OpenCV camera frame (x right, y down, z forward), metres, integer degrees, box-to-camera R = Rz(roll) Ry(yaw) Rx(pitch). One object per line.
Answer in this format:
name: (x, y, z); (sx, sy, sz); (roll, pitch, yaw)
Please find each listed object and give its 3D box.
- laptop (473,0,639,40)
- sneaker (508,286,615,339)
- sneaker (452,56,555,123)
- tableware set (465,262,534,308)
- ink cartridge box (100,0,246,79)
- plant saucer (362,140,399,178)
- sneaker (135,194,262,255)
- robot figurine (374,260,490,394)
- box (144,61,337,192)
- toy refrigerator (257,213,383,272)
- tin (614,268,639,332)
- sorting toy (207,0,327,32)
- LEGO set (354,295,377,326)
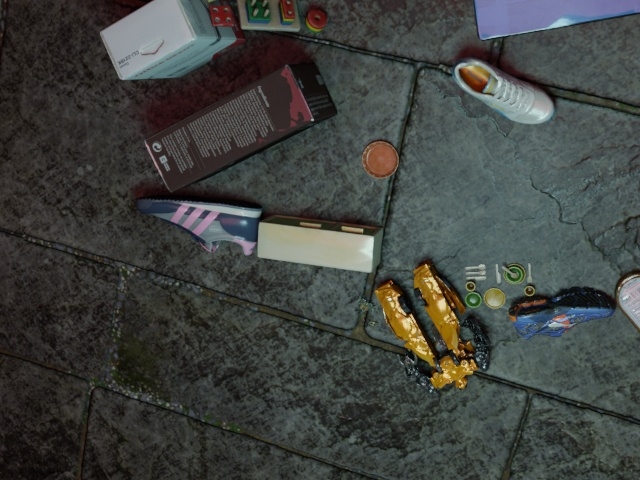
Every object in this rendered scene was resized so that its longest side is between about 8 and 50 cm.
laptop: (0.448, -0.615, 1.509); (0.382, 0.408, 0.236); (-6, 67, 18)
sneaker: (0.522, 0.161, 1.754); (0.221, 0.083, 0.087); (-9, 120, 18)
sneaker: (0.374, -0.304, 1.674); (0.229, 0.092, 0.087); (27, 107, 8)
tableware set: (0.396, 0.104, 1.800); (0.154, 0.024, 0.104); (-3, 102, 17)
ink cartridge box: (-0.312, -0.440, 1.754); (0.197, 0.273, 0.114); (-23, 95, 20)
plant saucer: (0.135, -0.181, 1.818); (0.083, 0.013, 0.083); (4, 104, 15)
sneaker: (-0.296, -0.038, 1.931); (0.319, 0.112, 0.131); (8, 102, 16)
robot figurine: (0.257, 0.203, 1.833); (0.211, 0.085, 0.291); (-28, 93, 21)
box: (-0.173, -0.253, 1.803); (0.381, 0.191, 0.143); (-25, 95, 22)
toy refrigerator: (0.000, 0.000, 1.855); (0.270, 0.102, 0.094); (8, 105, 16)
tin: (0.702, 0.148, 1.711); (0.106, 0.040, 0.189); (-41, 89, 25)
sorting toy: (-0.118, -0.517, 1.730); (0.275, 0.046, 0.132); (-3, 74, -22)
LEGO set: (0.109, 0.163, 1.906); (0.054, 0.023, 0.083); (4, 117, 18)
